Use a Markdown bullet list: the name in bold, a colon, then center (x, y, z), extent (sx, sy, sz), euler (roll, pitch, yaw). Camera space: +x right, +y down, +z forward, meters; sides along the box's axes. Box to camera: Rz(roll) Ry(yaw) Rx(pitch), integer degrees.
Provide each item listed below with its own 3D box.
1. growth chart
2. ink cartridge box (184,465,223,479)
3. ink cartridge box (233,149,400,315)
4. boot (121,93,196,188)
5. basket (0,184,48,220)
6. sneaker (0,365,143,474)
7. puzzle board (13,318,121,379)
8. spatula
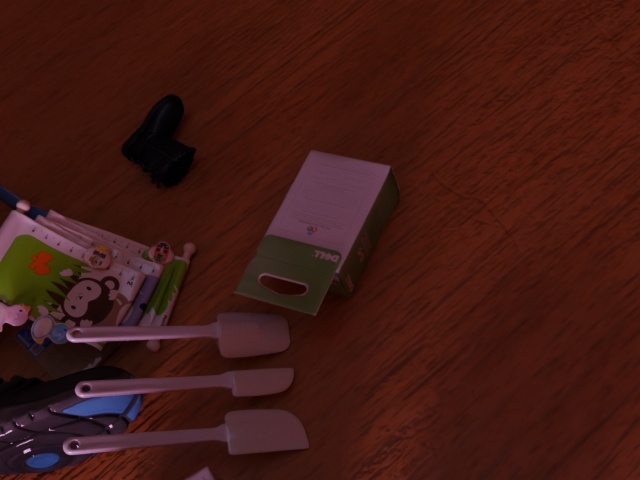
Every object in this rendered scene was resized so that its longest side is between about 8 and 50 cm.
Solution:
- **growth chart**: center (-0.278, 0.047, 0.949), extent (0.237, 0.021, 0.171), euler (17, 60, -14)
- **ink cartridge box**: center (-0.129, 0.316, 0.721), extent (0.176, 0.127, 0.128), euler (-32, 54, -5)
- **ink cartridge box**: center (0.000, 0.000, 0.939), extent (0.109, 0.062, 0.209), euler (15, 62, 25)
- **boot**: center (-0.206, -0.135, 1.106), extent (0.099, 0.045, 0.121), euler (33, 78, 35)
- **basket**: center (-0.472, 0.012, 1.008), extent (0.255, 0.201, 0.289), euler (23, 31, 28)
- **sneaker**: center (-0.361, 0.189, 0.882), extent (0.341, 0.125, 0.139), euler (-19, 52, 3)
- **puzzle board**: center (-0.303, 0.115, 0.986), extent (0.128, 0.011, 0.096), euler (32, 72, 33)
- **spatula**: center (-0.141, 0.147, 0.846), extent (0.242, 0.019, 0.168), euler (0, 57, -17)
